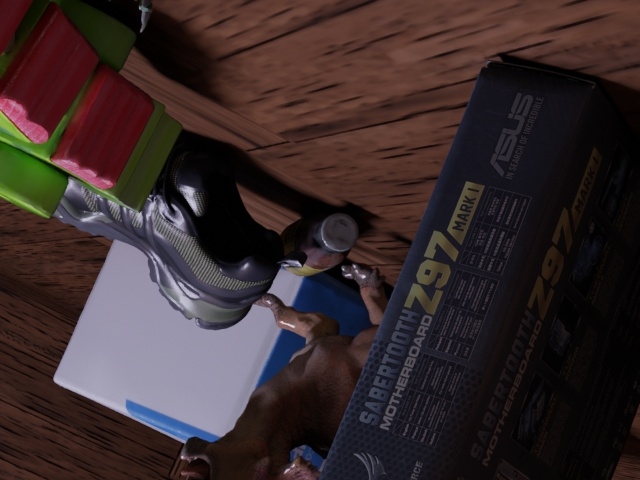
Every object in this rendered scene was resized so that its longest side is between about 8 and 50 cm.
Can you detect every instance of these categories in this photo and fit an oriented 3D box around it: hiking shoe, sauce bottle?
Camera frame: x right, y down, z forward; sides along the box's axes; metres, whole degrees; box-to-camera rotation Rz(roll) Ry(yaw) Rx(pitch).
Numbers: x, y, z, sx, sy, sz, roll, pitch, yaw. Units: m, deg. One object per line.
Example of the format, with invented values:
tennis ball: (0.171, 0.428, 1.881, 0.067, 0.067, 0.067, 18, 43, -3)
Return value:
hiking shoe: (-0.111, -0.043, 1.198, 0.227, 0.086, 0.114, 39, 135, -12)
sauce bottle: (0.000, 0.000, 1.227, 0.042, 0.042, 0.128, 26, 168, -9)

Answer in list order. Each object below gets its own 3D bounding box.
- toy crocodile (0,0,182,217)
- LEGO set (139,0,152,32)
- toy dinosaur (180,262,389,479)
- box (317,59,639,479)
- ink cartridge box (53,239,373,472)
toy crocodile: (-0.157, -0.089, 0.907, 0.105, 0.115, 0.340, 24, 171, 27)
LEGO set: (-0.106, -0.136, 0.853, 0.054, 0.023, 0.083, 15, 153, 33)
toy dinosaur: (0.046, 0.127, 1.221, 0.296, 0.200, 0.127, 2, 165, -7)
box: (0.087, 0.063, 0.801, 0.059, 0.232, 0.183, 15, 167, 30)
ink cartridge box: (0.016, 0.146, 1.556, 0.395, 0.166, 0.285, 29, 170, -35)
